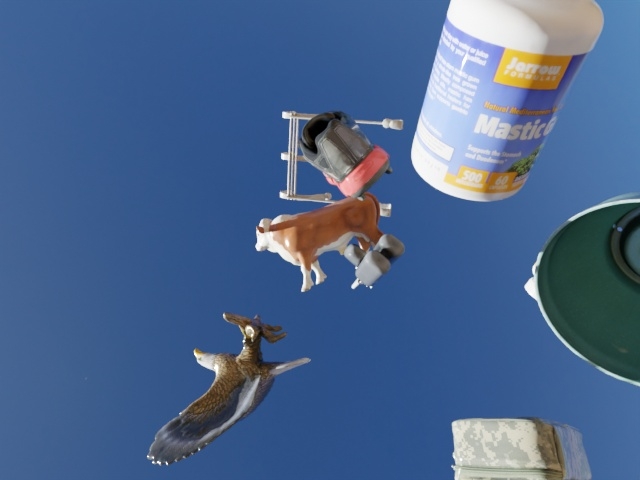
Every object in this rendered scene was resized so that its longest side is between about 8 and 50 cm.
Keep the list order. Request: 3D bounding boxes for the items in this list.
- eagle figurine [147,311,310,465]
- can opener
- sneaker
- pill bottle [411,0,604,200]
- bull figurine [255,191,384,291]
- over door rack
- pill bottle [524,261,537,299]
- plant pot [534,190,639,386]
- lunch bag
[{"bbox_3d":[-0.186,0.296,0.877,0.226,0.225,0.299,26,-99,-34],"label":"eagle figurine"},{"bbox_3d":[0.087,0.042,0.814,0.093,0.280,0.074,40,-100,3],"label":"can opener"},{"bbox_3d":[0.028,-0.153,0.722,0.135,0.276,0.097,43,-83,-14],"label":"sneaker"},{"bbox_3d":[0.203,-0.192,0.478,0.152,0.272,0.152,3,-136,-3],"label":"pill bottle"},{"bbox_3d":[0.000,0.000,0.994,0.310,0.101,0.189,-20,-91,8],"label":"bull figurine"},{"bbox_3d":[0.053,-0.207,1.137,0.108,0.323,0.240,-37,-45,-61],"label":"over door rack"},{"bbox_3d":[0.638,0.067,1.132,0.117,0.209,0.118,23,-154,-12],"label":"pill bottle"},{"bbox_3d":[0.515,0.047,0.656,0.196,0.293,0.293,-28,-91,-38],"label":"plant pot"},{"bbox_3d":[0.404,0.497,0.851,0.305,0.212,0.256,31,-131,-43],"label":"lunch bag"}]
